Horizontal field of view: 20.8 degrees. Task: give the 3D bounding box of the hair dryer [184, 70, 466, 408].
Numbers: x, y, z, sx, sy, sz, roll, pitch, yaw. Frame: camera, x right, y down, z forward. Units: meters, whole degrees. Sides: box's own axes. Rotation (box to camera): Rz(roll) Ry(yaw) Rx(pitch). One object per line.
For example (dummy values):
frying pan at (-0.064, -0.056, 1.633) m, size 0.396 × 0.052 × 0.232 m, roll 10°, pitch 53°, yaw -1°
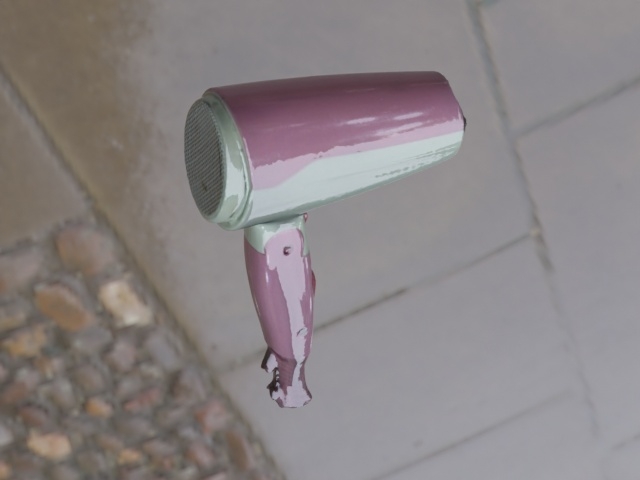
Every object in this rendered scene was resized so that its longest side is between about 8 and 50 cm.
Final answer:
hair dryer at (-0.006, 0.003, 0.704) m, size 0.106 × 0.054 × 0.154 m, roll -9°, pitch 129°, yaw -26°
